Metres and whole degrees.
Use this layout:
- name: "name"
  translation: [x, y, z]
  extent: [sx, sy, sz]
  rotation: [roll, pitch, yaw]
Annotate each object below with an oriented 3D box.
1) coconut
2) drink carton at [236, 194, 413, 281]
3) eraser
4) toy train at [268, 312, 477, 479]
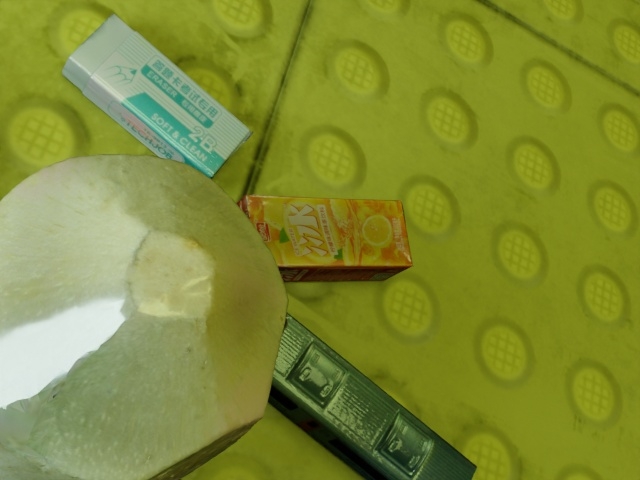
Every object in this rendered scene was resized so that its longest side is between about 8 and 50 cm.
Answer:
- name: "coconut"
  translation: [-0.199, 0.085, 0.900]
  extent: [0.352, 0.352, 0.353]
  rotation: [11, 65, -24]
- name: "drink carton"
  translation: [0.000, 0.000, 1.203]
  extent: [0.222, 0.071, 0.096]
  rotation: [2, 70, -28]
- name: "eraser"
  translation: [-0.200, -0.171, 1.176]
  extent: [0.225, 0.052, 0.095]
  rotation: [40, 59, -9]
- name: "toy train"
  translation: [0.007, 0.182, 1.122]
  extent: [0.409, 0.089, 0.086]
  rotation: [40, 62, -9]
